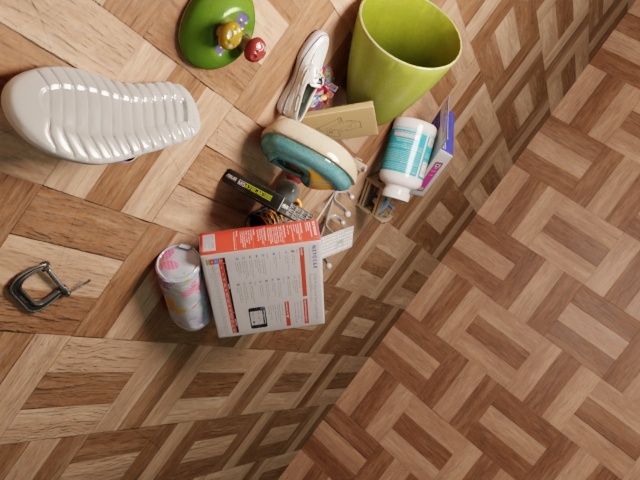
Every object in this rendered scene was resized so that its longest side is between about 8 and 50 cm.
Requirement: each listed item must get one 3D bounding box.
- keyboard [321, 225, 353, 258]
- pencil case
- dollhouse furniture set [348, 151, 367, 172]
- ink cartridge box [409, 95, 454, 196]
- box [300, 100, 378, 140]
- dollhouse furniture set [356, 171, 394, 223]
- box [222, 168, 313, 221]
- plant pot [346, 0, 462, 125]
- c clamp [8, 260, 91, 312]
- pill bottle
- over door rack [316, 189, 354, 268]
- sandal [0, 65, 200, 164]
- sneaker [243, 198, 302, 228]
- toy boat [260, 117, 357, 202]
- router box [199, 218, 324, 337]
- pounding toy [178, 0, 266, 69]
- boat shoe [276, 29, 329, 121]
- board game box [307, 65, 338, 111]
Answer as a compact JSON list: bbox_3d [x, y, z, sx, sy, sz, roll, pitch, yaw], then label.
[{"bbox_3d":[0.020,0.017,1.993,0.256,0.014,0.072,-20,116,-46],"label":"keyboard"},{"bbox_3d":[-0.349,0.126,1.697,0.124,0.113,0.273,-53,160,-29],"label":"pencil case"},{"bbox_3d":[0.101,-0.207,2.067,0.114,0.081,0.091,-57,155,10],"label":"dollhouse furniture set"},{"bbox_3d":[0.391,-0.314,2.231,0.371,0.069,0.176,113,-14,-63],"label":"ink cartridge box"},{"bbox_3d":[0.049,-0.310,1.731,0.201,0.021,0.164,-8,162,8],"label":"box"},{"bbox_3d":[0.248,-0.168,2.321,0.184,0.129,0.129,-27,146,-43],"label":"dollhouse furniture set"},{"bbox_3d":[-0.132,-0.107,1.665,0.045,0.184,0.191,-63,155,-1],"label":"box"},{"bbox_3d":[0.179,-0.449,1.708,0.275,0.275,0.293,-35,167,-33],"label":"plant pot"},{"bbox_3d":[-0.575,0.091,1.367,0.137,0.022,0.160,-40,155,-13],"label":"c clamp"},{"bbox_3d":[0.281,-0.264,2.143,0.146,0.146,0.264,14,93,-64],"label":"pill bottle"},{"bbox_3d":[0.000,0.000,2.079,0.324,0.108,0.239,-41,156,-51],"label":"over door rack"},{"bbox_3d":[-0.384,-0.209,1.177,0.102,0.169,0.416,-19,176,34],"label":"sandal"},{"bbox_3d":[-0.133,-0.067,1.821,0.083,0.084,0.215,-28,-172,44],"label":"sneaker"},{"bbox_3d":[-0.046,-0.185,1.686,0.148,0.267,0.318,-64,-173,-11],"label":"toy boat"},{"bbox_3d":[-0.145,0.109,1.716,0.301,0.082,0.335,-7,135,-6],"label":"router box"},{"bbox_3d":[-0.169,-0.423,1.262,0.183,0.110,0.237,-32,149,-38],"label":"pounding toy"},{"bbox_3d":[-0.024,-0.396,1.593,0.083,0.076,0.226,-11,134,-56],"label":"boat shoe"},{"bbox_3d":[-0.011,-0.373,1.702,0.168,0.033,0.133,-57,156,9],"label":"board game box"}]
